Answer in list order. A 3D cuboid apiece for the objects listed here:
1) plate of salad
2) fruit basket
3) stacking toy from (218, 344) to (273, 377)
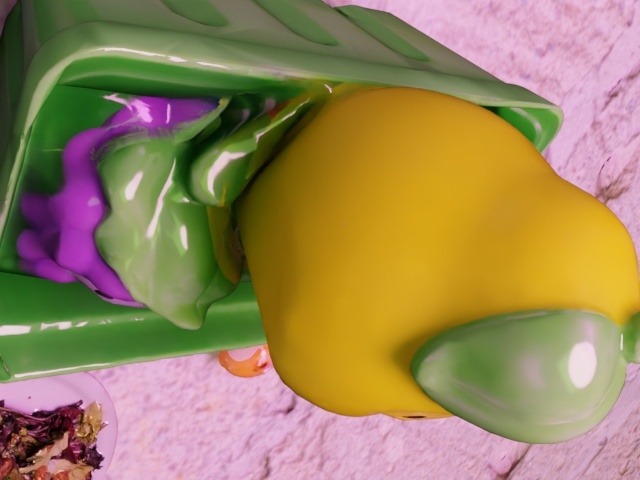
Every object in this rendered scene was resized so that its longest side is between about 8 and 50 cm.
[{"bbox_3d":[-0.250,0.184,0.616,0.200,0.048,0.199,-20,125,-32],"label":"plate of salad"},{"bbox_3d":[0.000,0.000,0.467,0.392,0.392,0.283,-3,139,-40],"label":"fruit basket"},{"bbox_3d":[0.044,0.056,0.745,0.302,0.175,0.165,-20,129,-15],"label":"stacking toy"}]
